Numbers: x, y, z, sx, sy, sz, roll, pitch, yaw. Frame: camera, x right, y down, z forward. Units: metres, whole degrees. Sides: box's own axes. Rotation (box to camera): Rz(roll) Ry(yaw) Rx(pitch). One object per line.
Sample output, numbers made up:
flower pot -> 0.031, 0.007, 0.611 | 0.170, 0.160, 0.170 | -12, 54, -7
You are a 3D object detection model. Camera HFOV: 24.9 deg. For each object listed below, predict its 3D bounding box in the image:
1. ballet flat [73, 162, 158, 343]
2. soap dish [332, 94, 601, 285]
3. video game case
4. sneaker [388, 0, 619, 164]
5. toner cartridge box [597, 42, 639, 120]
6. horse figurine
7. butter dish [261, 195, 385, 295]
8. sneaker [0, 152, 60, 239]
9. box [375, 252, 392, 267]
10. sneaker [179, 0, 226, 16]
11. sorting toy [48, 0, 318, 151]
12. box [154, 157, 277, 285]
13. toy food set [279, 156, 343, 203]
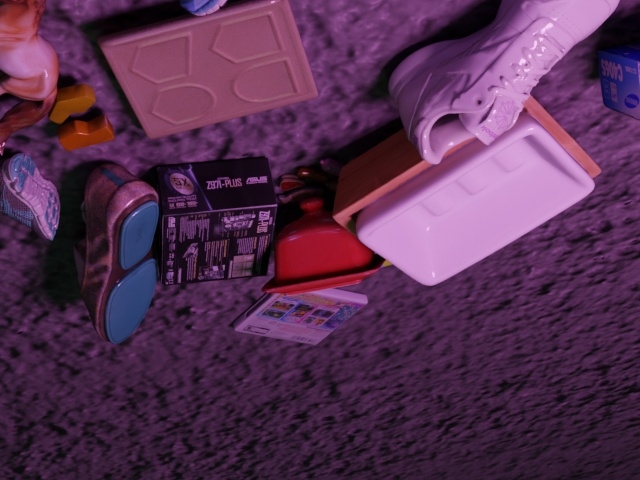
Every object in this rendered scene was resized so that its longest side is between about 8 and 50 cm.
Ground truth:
ballet flat -> -0.269, 0.010, 1.885 | 0.107, 0.106, 0.316 | -35, 157, -35
soap dish -> 0.182, -0.078, 1.845 | 0.291, 0.118, 0.229 | -31, 145, 19
video game case -> -0.031, 0.110, 2.216 | 0.157, 0.019, 0.143 | 13, 141, -34
sneaker -> 0.221, -0.193, 1.660 | 0.305, 0.152, 0.114 | -32, 142, 29
toner cartridge box -> 0.523, -0.211, 1.722 | 0.348, 0.075, 0.165 | -9, -168, -4
horse figurine -> -0.347, -0.196, 1.549 | 0.174, 0.066, 0.263 | -8, 148, 6
butter dish -> 0.000, 0.000, 1.918 | 0.160, 0.118, 0.160 | -11, -174, 11
sneaker -> -0.375, -0.055, 1.795 | 0.076, 0.065, 0.166 | 0, 149, 13
box -> 0.039, 0.008, 2.044 | 0.178, 0.042, 0.109 | -17, 149, 8
sneaker -> -0.109, -0.298, 1.479 | 0.073, 0.063, 0.162 | 22, 134, -18
sorting toy -> -0.169, -0.190, 1.651 | 0.307, 0.041, 0.229 | -14, 154, 4
box -> -0.139, -0.023, 1.894 | 0.147, 0.077, 0.180 | -6, 149, -10
toy food set -> -0.001, -0.083, 1.903 | 0.122, 0.019, 0.078 | -9, 150, 11
